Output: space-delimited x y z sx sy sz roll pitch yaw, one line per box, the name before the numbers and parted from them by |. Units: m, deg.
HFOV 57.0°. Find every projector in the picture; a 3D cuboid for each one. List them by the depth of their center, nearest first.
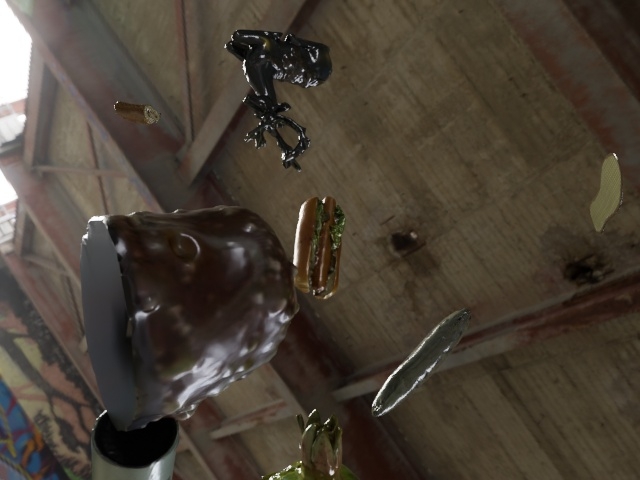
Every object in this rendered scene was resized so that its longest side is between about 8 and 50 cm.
projector | -0.264 0.370 0.821 0.108 0.108 0.337 35 -52 28

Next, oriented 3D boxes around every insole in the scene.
insole | 0.490 -0.073 1.015 0.253 0.005 0.086 51 29 -64

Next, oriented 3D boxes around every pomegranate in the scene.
pomegranate | -0.009 0.454 1.037 0.236 0.236 0.301 23 -77 38

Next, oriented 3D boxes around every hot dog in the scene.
hot dog | 0.000 0.000 1.590 0.135 0.337 0.100 22 -42 -19

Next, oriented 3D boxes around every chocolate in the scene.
chocolate | -0.150 0.080 0.692 0.340 0.210 0.225 -48 -120 55

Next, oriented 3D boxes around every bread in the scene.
bread | -0.363 -0.253 1.169 0.083 0.036 0.047 12 -10 26

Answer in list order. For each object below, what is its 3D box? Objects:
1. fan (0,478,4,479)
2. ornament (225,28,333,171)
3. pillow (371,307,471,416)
fan | -0.506 0.502 1.111 0.294 0.012 0.223 33 -15 -35
ornament | -0.046 -0.226 0.985 0.080 0.202 0.236 -37 -119 50
pillow | 0.175 0.213 1.015 0.051 0.241 0.093 41 -5 24
